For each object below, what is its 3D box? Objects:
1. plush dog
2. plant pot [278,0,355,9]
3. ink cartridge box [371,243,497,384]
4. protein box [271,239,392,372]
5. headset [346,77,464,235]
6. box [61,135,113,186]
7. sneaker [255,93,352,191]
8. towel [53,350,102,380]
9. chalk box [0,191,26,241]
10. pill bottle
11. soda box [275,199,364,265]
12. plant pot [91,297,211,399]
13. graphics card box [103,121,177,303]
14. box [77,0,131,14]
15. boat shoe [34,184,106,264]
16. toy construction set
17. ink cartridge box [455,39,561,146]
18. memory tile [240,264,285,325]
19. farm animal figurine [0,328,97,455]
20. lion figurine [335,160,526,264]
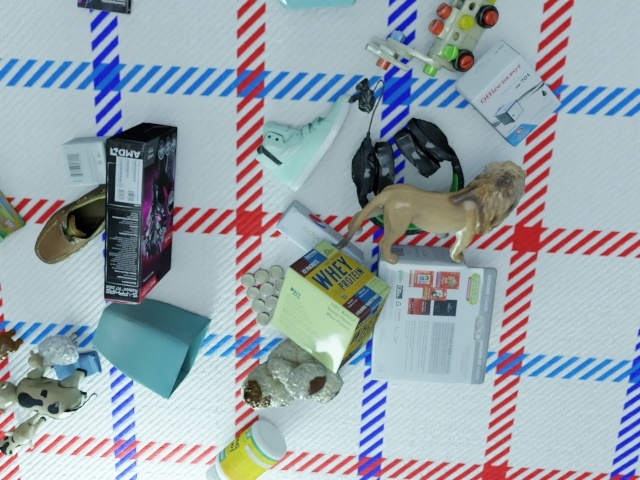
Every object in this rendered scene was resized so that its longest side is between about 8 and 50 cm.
[{"bbox_3d":[-0.096,0.332,1.789,0.225,0.262,0.210,-34,70,4],"label":"plush dog"},{"bbox_3d":[-0.008,-0.607,1.453,0.247,0.247,0.252,-3,126,5],"label":"plant pot"},{"bbox_3d":[0.264,0.178,1.742,0.272,0.130,0.309,4,109,3],"label":"ink cartridge box"},{"bbox_3d":[0.021,0.149,1.652,0.200,0.136,0.201,35,135,18],"label":"protein box"},{"bbox_3d":[0.173,-0.174,1.604,0.243,0.185,0.394,-24,116,10],"label":"headset"},{"bbox_3d":[-0.533,-0.186,1.694,0.102,0.087,0.101,-4,108,4],"label":"box"},{"bbox_3d":[-0.044,-0.250,1.641,0.151,0.094,0.256,35,106,-5],"label":"sneaker"},{"bbox_3d":[-0.634,0.328,1.899,0.120,0.029,0.067,-10,107,6],"label":"towel"},{"bbox_3d":[-0.839,-0.073,1.727,0.132,0.132,0.213,-33,103,12],"label":"chalk box"},{"bbox_3d":[-0.199,0.576,1.907,0.208,0.117,0.117,-43,101,16],"label":"pill bottle"},{"bbox_3d":[0.000,0.000,1.729,0.216,0.074,0.069,38,106,-9],"label":"soda box"},{"bbox_3d":[-0.425,0.242,1.796,0.234,0.165,0.165,26,108,4],"label":"plant pot"},{"bbox_3d":[-0.406,-0.067,1.650,0.094,0.233,0.370,7,108,5],"label":"graphics card box"},{"bbox_3d":[-0.471,-0.585,1.591,0.116,0.029,0.162,9,107,1],"label":"box"},{"bbox_3d":[-0.580,-0.042,1.735,0.307,0.104,0.110,-39,103,15],"label":"boat shoe"},{"bbox_3d":[0.249,-0.474,1.519,0.215,0.151,0.327,22,118,-29],"label":"toy construction set"},{"bbox_3d":[0.402,-0.312,1.558,0.139,0.082,0.191,-45,133,15],"label":"ink cartridge box"},{"bbox_3d":[-0.126,0.138,1.815,0.113,0.012,0.148,-17,106,9],"label":"memory tile"},{"bbox_3d":[-0.738,0.401,1.830,0.327,0.172,0.330,-4,110,14],"label":"farm animal figurine"},{"bbox_3d":[0.239,-0.064,1.550,0.392,0.142,0.240,-6,144,-22],"label":"lion figurine"}]
